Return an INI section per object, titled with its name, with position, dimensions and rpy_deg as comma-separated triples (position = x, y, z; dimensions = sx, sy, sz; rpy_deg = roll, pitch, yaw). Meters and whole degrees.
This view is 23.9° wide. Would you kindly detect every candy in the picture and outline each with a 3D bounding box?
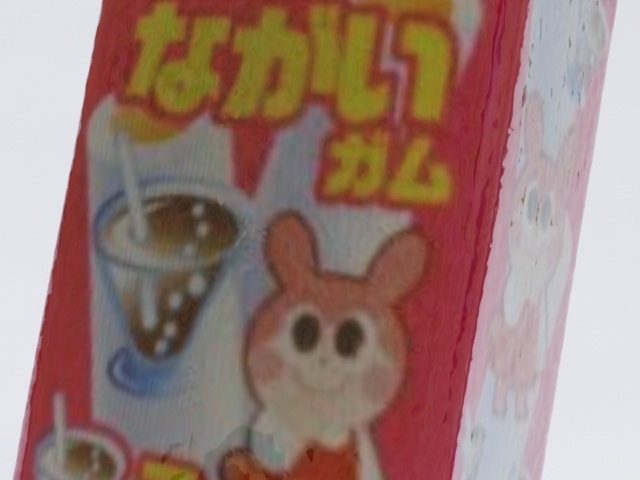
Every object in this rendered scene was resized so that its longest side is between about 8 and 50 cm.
[candy]
position = -0.001, 0.000, 0.514
dimensions = 0.157, 0.305, 0.100
rpy_deg = 7, 172, 28
